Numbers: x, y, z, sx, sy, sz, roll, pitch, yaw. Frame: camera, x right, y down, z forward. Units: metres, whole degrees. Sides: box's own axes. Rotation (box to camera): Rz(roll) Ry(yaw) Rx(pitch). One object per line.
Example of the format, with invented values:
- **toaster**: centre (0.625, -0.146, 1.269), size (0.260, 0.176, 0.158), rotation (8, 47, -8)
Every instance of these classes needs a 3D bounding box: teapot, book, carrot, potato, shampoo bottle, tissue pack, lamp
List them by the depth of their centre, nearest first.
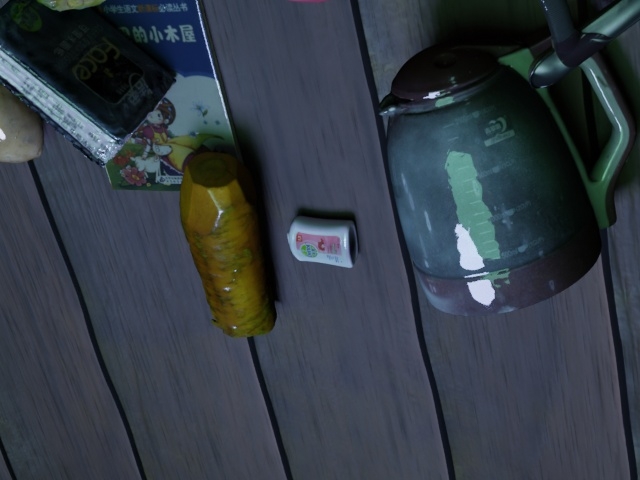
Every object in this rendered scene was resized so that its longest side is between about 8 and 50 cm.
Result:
- **lamp**: centre (0.268, -0.335, 1.594), size (0.283, 0.203, 0.124), rotation (58, 171, -9)
- **teapot**: centre (0.231, -0.108, 1.751), size (0.315, 0.233, 0.312), rotation (-20, 113, 2)
- **tissue pack**: centre (-0.325, -0.228, 1.888), size (0.235, 0.173, 0.073), rotation (40, 133, -6)
- **book**: centre (-0.234, -0.203, 1.995), size (0.228, 0.018, 0.322), rotation (2, 126, 23)
- **shampoo bottle**: centre (0.000, 0.000, 2.029), size (0.099, 0.043, 0.072), rotation (7, 128, 19)
- **carrot**: centre (-0.131, 0.011, 2.039), size (0.114, 0.114, 0.301), rotation (9, 135, 18)
- **potato**: centre (-0.459, -0.175, 2.060), size (0.112, 0.112, 0.147), rotation (-9, 113, 29)

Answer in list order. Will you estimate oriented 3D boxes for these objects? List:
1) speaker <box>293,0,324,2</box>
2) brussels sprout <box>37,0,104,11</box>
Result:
- **speaker**: centre (-0.014, -0.405, 1.573), size (0.294, 0.294, 0.294), rotation (12, 129, 15)
- **brussels sprout**: centre (-0.313, -0.374, 1.829), size (0.122, 0.152, 0.149), rotation (60, 159, 11)
